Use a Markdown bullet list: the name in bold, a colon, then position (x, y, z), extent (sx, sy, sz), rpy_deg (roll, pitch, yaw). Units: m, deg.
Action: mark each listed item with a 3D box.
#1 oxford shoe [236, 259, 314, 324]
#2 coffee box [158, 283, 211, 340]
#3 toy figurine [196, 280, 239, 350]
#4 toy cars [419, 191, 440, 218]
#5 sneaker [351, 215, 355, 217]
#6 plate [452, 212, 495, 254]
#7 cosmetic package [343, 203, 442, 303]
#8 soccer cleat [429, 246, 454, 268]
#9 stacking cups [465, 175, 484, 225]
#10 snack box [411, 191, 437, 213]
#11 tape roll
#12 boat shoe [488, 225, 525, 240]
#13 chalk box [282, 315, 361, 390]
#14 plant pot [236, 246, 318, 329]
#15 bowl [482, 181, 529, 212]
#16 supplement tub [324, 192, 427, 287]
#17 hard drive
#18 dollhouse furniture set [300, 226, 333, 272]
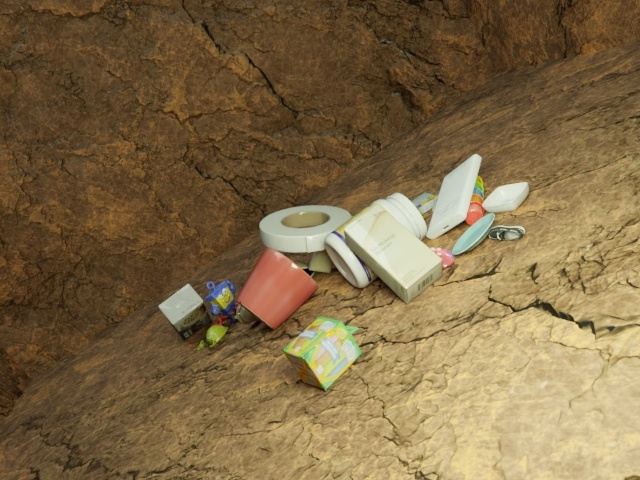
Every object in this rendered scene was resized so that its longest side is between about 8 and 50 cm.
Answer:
- **oxford shoe**: position (-0.192, 0.214, 2.279), extent (0.397, 0.140, 0.146), rpy_deg (-44, 27, -28)
- **coffee box**: position (-0.627, 0.341, 2.481), extent (0.168, 0.119, 0.297), rpy_deg (-38, -17, -19)
- **toy figurine**: position (-0.474, 0.296, 2.405), extent (0.191, 0.217, 0.362), rpy_deg (-19, 21, 39)
- **toy cars**: position (0.437, -0.127, 2.197), extent (0.393, 0.087, 0.176), rpy_deg (-31, 17, 2)
- **sneaker**: position (0.221, -0.074, 2.446), extent (0.300, 0.111, 0.121), rpy_deg (-28, 26, 32)
- **plate**: position (0.515, -0.015, 1.772), extent (0.188, 0.024, 0.188), rpy_deg (-46, 3, 3)
- **cosmetic package**: position (0.235, 0.040, 1.744), extent (0.160, 0.113, 0.309), rpy_deg (-37, 58, -13)
- **soccer cleat**: position (0.368, 0.053, 1.828), extent (0.095, 0.083, 0.248), rpy_deg (-37, 14, -32)
- **stacking cups**: position (0.578, -0.159, 2.017), extent (0.096, 0.096, 0.316), rpy_deg (-25, 18, 23)
- **snack box**: position (0.457, -0.166, 2.360), extent (0.100, 0.037, 0.141), rpy_deg (-32, 16, -3)
- **tape roll**: position (-0.059, -0.055, 2.204), extent (0.392, 0.072, 0.392), rpy_deg (-4, 21, 2)
- **boat shoe**: position (0.586, -0.019, 1.693), extent (0.125, 0.046, 0.038), rpy_deg (0, 30, 47)
- **chalk box**: position (0.022, 0.317, 1.590), extent (0.213, 0.132, 0.132), rpy_deg (-41, 19, -27)
- **plant pot**: position (-0.184, 0.200, 2.099), extent (0.243, 0.275, 0.275), rpy_deg (-51, 21, -13)
- **bowl**: position (0.665, -0.144, 1.892), extent (0.142, 0.053, 0.142), rpy_deg (-41, 18, -29)
- **supplement tub**: position (0.207, -0.004, 1.991), extent (0.331, 0.241, 0.241), rpy_deg (-36, 17, -11)
- **hard drive**: position (0.506, -0.166, 2.016), extent (0.203, 0.040, 0.307), rpy_deg (-42, 19, 55)
- **dollhouse furniture set**: position (0.000, 0.000, 2.337), extent (0.242, 0.212, 0.161), rpy_deg (-107, 32, -52)
